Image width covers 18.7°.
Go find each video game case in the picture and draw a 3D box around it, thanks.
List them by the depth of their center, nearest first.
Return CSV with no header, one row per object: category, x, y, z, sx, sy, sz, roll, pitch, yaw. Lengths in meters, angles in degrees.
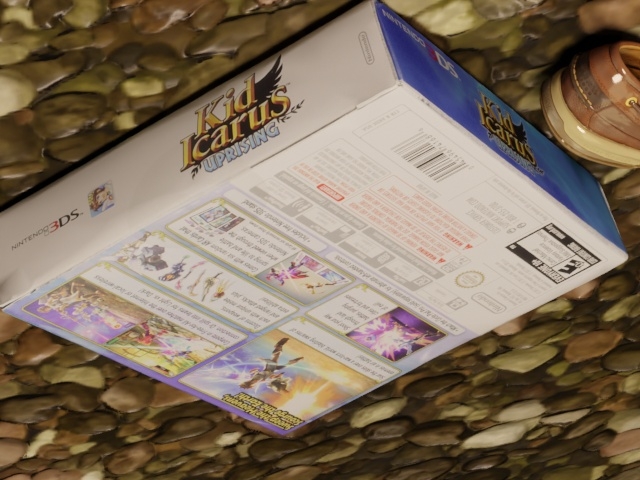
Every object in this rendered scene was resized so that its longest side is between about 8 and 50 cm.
video game case,0.000,0.000,1.050,0.244,0.061,0.269,-29,148,21

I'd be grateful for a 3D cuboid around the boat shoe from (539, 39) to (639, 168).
boat shoe,0.201,-0.067,1.027,0.178,0.064,0.060,9,145,-32
